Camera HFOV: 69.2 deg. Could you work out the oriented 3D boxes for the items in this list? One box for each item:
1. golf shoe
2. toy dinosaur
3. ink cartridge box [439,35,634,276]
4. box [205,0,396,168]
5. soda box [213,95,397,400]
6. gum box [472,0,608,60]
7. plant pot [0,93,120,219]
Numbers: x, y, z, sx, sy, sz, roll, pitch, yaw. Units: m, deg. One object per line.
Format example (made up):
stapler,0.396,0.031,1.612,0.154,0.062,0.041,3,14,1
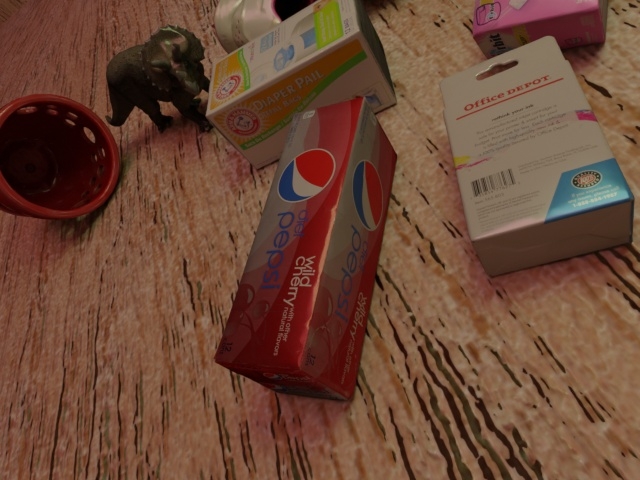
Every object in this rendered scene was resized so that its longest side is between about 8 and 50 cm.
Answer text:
golf shoe,-0.044,-0.419,0.743,0.140,0.115,0.306,20,79,30
toy dinosaur,-0.251,-0.246,0.716,0.313,0.160,0.121,10,66,37
ink cartridge box,0.165,-0.073,0.380,0.104,0.061,0.181,-17,53,24
box,-0.026,-0.192,0.564,0.203,0.103,0.114,-21,50,22
soda box,0.000,0.000,0.422,0.083,0.092,0.263,-5,58,31
gum box,0.216,-0.282,0.446,0.107,0.062,0.188,4,85,36
plant pot,-0.457,-0.129,0.759,0.174,0.191,0.191,3,62,42
